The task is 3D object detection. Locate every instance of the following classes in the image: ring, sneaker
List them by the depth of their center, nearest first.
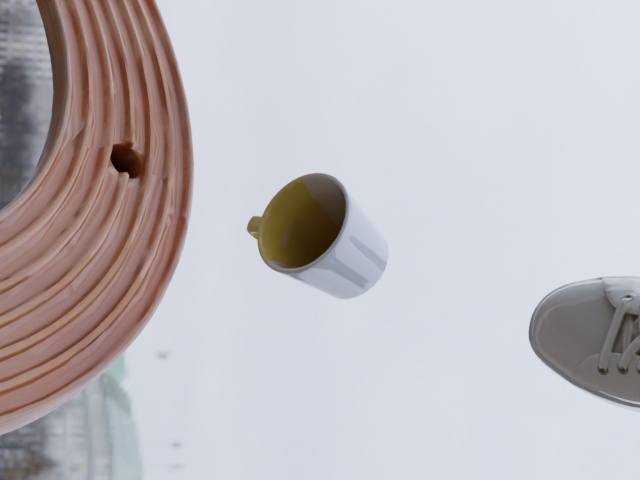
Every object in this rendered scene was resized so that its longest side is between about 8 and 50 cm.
[{"bbox_3d":[-0.175,-0.086,0.407,0.032,0.336,0.337,-35,-134,31],"label":"ring"},{"bbox_3d":[0.277,0.072,0.965,0.123,0.290,0.106,42,64,-56],"label":"sneaker"}]

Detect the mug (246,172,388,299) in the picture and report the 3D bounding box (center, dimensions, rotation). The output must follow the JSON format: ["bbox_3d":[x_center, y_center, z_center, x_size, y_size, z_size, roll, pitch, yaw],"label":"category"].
[{"bbox_3d":[0.003,-0.001,0.776,0.062,0.064,0.078,-47,-134,6],"label":"mug"}]
